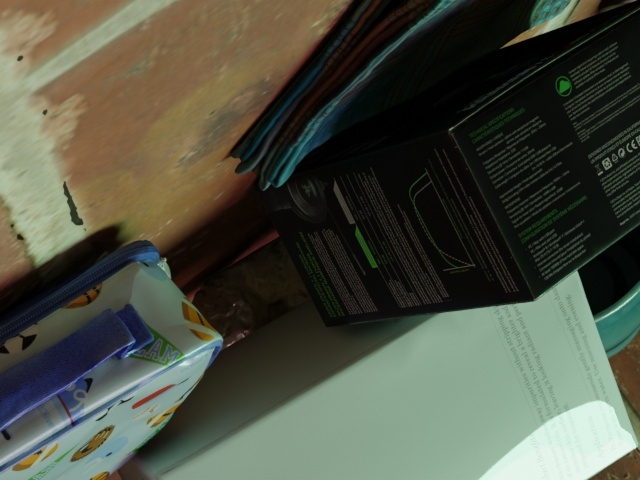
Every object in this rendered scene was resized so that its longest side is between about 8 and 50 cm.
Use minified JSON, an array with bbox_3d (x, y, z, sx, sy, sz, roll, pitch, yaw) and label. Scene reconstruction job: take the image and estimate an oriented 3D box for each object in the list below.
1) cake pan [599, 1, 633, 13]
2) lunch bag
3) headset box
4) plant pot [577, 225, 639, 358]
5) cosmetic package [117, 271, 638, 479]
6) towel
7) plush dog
[{"bbox_3d":[0.429,-0.214,1.642,0.293,0.054,0.293,-2,-175,0],"label":"cake pan"},{"bbox_3d":[-0.209,0.120,1.084,0.303,0.115,0.243,-33,170,-24],"label":"lunch bag"},{"bbox_3d":[0.125,-0.055,1.212,0.246,0.131,0.283,-32,-170,-29],"label":"headset box"},{"bbox_3d":[0.271,0.021,1.844,0.271,0.272,0.255,-37,151,-1],"label":"plant pot"},{"bbox_3d":[0.042,0.158,1.324,0.385,0.217,0.156,-27,-159,-17],"label":"cosmetic package"},{"bbox_3d":[0.127,-0.175,1.113,0.370,0.040,0.271,-32,172,-38],"label":"towel"},{"bbox_3d":[0.050,0.074,1.479,0.262,0.225,0.210,-33,-177,-32],"label":"plush dog"}]
